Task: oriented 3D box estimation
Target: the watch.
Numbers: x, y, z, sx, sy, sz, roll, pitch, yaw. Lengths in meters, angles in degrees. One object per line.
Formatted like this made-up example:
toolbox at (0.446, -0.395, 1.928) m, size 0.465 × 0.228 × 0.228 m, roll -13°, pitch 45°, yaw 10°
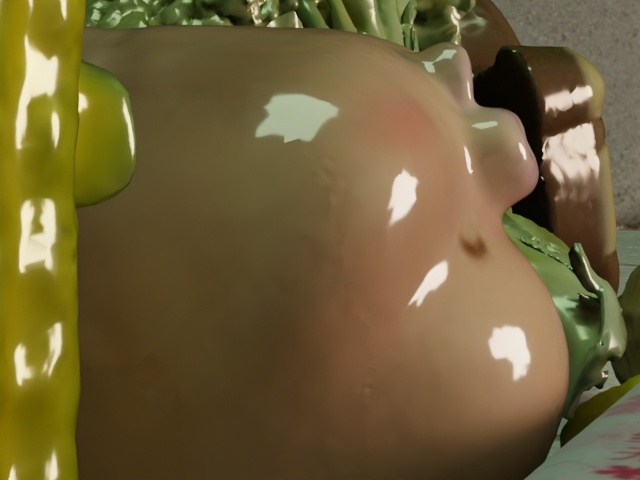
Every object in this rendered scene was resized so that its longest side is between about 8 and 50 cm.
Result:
watch at (-0.023, -0.025, 1.172) m, size 0.327 × 0.314 × 0.335 m, roll -13°, pitch 20°, yaw -16°

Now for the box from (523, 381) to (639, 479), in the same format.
box at (0.166, 0.092, 0.530) m, size 0.190 × 0.112 × 0.369 m, roll 1°, pitch 4°, yaw 19°

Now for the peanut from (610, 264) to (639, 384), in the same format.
peanut at (0.243, 0.055, 0.952) m, size 0.136 × 0.120 × 0.298 m, roll 27°, pitch -7°, yaw -23°

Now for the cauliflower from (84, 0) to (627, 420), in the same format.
cauliflower at (-0.010, -0.010, 0.867) m, size 0.281 × 0.327 × 0.260 m, roll 36°, pitch 7°, yaw -1°

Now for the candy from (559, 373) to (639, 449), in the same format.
candy at (0.199, 0.084, 0.768) m, size 0.199 × 0.094 × 0.106 m, roll -6°, pitch 4°, yaw 16°

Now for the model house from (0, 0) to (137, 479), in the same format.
model house at (-0.171, 0.037, 0.369) m, size 0.303 × 0.237 × 0.215 m, roll -3°, pitch 5°, yaw -37°

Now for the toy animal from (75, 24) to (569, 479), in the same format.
toy animal at (-0.081, 0.036, 0.604) m, size 0.326 × 0.269 × 0.237 m, roll -31°, pitch 0°, yaw 9°
